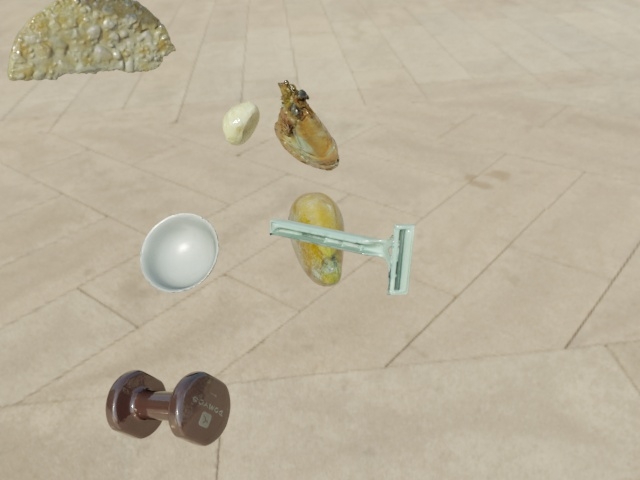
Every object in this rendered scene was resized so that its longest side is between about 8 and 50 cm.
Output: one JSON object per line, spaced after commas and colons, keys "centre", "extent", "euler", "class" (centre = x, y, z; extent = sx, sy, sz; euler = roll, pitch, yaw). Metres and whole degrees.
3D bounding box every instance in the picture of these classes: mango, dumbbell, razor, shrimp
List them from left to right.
{"centre": [-0.293, 0.318, 1.162], "extent": [0.225, 0.140, 0.124], "euler": [-9, 54, 35], "class": "dumbbell"}
{"centre": [-0.025, -0.138, 0.770], "extent": [0.091, 0.184, 0.043], "euler": [21, 73, 16], "class": "shrimp"}
{"centre": [0.000, 0.000, 1.591], "extent": [0.146, 0.192, 0.316], "euler": [-7, 45, -13], "class": "mango"}
{"centre": [0.031, 0.001, 1.003], "extent": [0.278, 0.111, 0.056], "euler": [15, 20, 37], "class": "razor"}

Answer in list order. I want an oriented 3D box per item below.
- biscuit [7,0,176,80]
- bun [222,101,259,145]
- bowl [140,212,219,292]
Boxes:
{"centre": [-0.383, -0.350, 1.025], "extent": [0.290, 0.141, 0.038], "euler": [-16, 37, -34], "class": "biscuit"}
{"centre": [-0.152, -0.218, 1.117], "extent": [0.055, 0.086, 0.086], "euler": [29, 39, 4], "class": "bun"}
{"centre": [-0.305, 0.038, 1.382], "extent": [0.189, 0.086, 0.189], "euler": [-4, 71, 12], "class": "bowl"}
